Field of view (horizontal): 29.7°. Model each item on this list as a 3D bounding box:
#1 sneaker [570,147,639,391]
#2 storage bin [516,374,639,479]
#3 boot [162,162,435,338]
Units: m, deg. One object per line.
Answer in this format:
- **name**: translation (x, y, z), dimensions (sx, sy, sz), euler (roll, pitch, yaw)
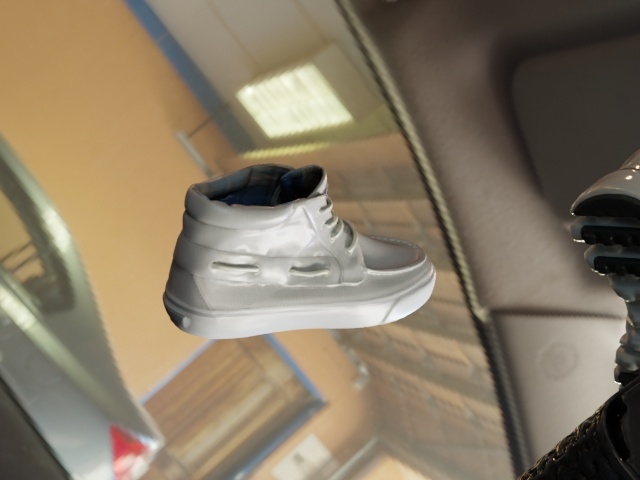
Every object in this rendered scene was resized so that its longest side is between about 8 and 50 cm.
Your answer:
- **sneaker**: translation (0.286, 0.046, 0.941), dimensions (0.110, 0.118, 0.292), euler (9, -45, 37)
- **storage bin**: translation (0.168, 0.107, 0.488), dimensions (0.122, 0.180, 0.084), euler (51, -47, 17)
- **boot**: translation (0.000, 0.000, 0.971), dimensions (0.095, 0.258, 0.123), euler (39, -54, 43)
